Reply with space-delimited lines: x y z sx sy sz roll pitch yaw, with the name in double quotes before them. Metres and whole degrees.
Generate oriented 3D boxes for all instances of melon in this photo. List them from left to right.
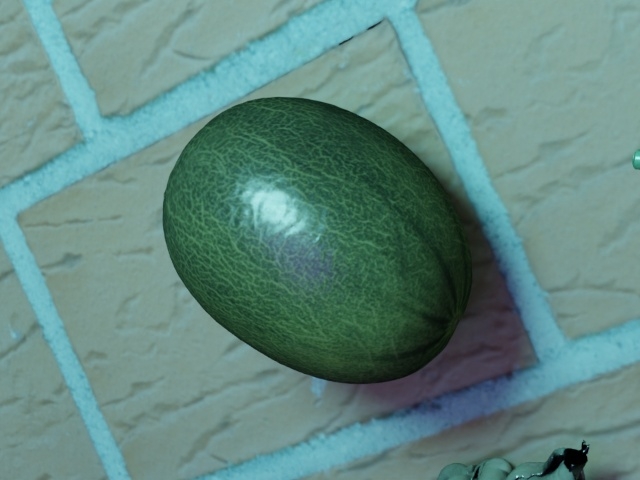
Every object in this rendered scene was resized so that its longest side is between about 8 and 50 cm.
"melon" 0.000 0.000 1.291 0.301 0.237 0.237 35 117 17

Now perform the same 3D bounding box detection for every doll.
"doll" 0.188 0.270 1.338 0.192 0.095 0.149 -12 95 33

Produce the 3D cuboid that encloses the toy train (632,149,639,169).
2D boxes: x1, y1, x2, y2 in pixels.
"toy train" 0.330 -0.082 1.198 0.122 0.050 0.081 5 95 27
